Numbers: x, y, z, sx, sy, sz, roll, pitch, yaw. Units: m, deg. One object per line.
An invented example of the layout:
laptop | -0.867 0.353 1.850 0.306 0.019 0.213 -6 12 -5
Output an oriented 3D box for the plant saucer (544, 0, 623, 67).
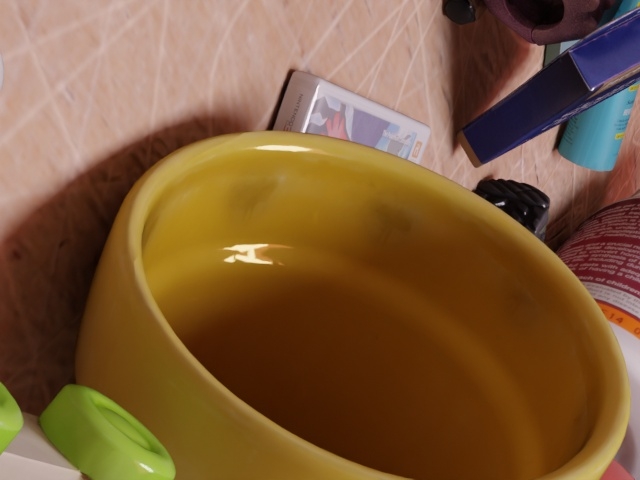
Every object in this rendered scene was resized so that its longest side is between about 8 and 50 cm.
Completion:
plant saucer | 0.235 -0.203 1.316 0.192 0.018 0.067 -50 151 -40

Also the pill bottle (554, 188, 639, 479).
pill bottle | 0.295 0.090 1.443 0.392 0.224 0.224 -38 143 -51

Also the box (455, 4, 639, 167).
box | 0.194 -0.119 1.063 0.136 0.036 0.225 -28 176 -21

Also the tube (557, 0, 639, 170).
tube | 0.263 -0.163 1.351 0.080 0.052 0.207 -53 161 -66

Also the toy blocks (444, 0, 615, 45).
toy blocks | 0.260 -0.291 0.978 0.309 0.260 0.288 -54 154 -32

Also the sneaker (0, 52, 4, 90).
sneaker | -0.178 -0.058 0.379 0.152 0.114 0.305 -63 157 -16

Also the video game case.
video game case | 0.000 0.000 0.957 0.201 0.023 0.183 10 100 -67

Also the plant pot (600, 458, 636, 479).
plant pot | 0.124 0.313 1.235 0.243 0.275 0.275 -29 137 -43

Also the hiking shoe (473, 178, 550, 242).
hiking shoe | 0.120 0.061 1.201 0.227 0.086 0.114 -54 150 -34

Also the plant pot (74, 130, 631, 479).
plant pot | -0.012 0.113 0.772 0.254 0.254 0.239 -35 155 -54

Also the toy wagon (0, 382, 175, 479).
toy wagon | -0.170 0.163 0.582 0.267 0.068 0.344 -50 155 1
